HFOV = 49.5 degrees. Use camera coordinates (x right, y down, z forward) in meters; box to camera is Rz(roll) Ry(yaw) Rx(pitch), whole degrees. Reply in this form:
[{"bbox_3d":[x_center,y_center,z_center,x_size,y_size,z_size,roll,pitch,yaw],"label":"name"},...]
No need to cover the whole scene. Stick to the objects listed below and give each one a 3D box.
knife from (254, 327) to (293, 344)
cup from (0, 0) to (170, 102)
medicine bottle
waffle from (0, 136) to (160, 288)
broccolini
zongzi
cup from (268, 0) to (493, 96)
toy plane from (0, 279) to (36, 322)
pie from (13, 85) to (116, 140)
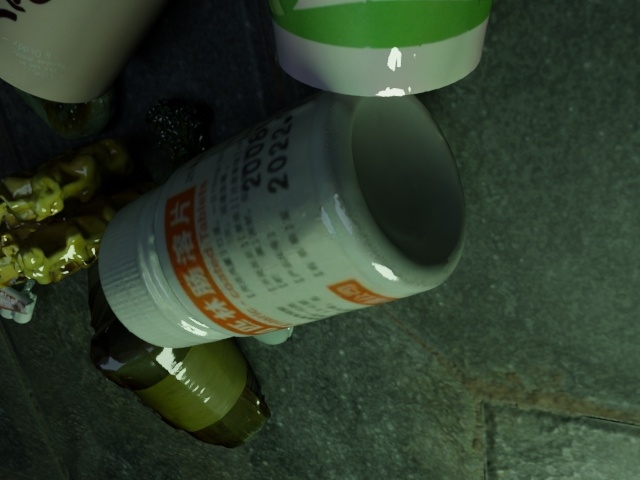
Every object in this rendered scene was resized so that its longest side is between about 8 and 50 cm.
[{"bbox_3d":[0.000,0.000,0.858,0.132,0.038,0.398,47,129,2],"label":"knife"},{"bbox_3d":[-0.276,-0.308,0.735,0.200,0.191,0.253,-37,89,37],"label":"cup"},{"bbox_3d":[-0.054,-0.010,0.731,0.371,0.211,0.211,-20,107,39],"label":"medicine bottle"},{"bbox_3d":[-0.375,-0.026,0.909,0.324,0.261,0.151,-9,106,30],"label":"waffle"},{"bbox_3d":[-0.164,-0.084,0.885,0.073,0.058,0.201,7,120,34],"label":"broccolini"},{"bbox_3d":[-0.225,0.142,1.043,0.317,0.154,0.289,47,171,50],"label":"zongzi"},{"bbox_3d":[0.049,-0.277,0.551,0.253,0.253,0.274,15,133,21],"label":"cup"},{"bbox_3d":[-0.566,0.037,1.148,0.252,0.118,0.252,16,126,23],"label":"toy plane"},{"bbox_3d":[-0.346,-0.218,0.914,0.186,0.041,0.187,17,127,25],"label":"pie"}]
